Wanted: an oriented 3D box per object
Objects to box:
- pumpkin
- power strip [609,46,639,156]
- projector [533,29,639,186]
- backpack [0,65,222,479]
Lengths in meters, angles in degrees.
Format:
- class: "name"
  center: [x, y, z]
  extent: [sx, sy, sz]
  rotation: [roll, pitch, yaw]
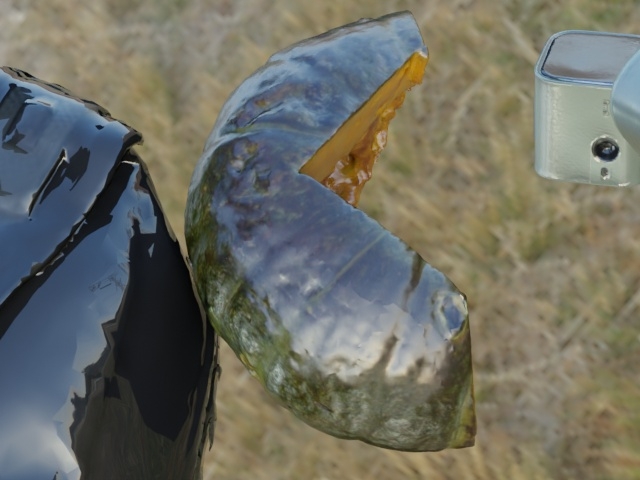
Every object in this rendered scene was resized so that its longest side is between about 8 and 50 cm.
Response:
- class: "pumpkin"
  center: [0.000, 0.000, 0.774]
  extent: [0.119, 0.108, 0.183]
  rotation: [103, 159, -62]
- class: "power strip"
  center: [0.282, -0.039, 0.922]
  extent: [0.193, 0.265, 0.059]
  rotation: [-43, 23, 1]
- class: "projector"
  center: [0.198, -0.095, 1.369]
  extent: [0.083, 0.082, 0.083]
  rotation: [7, 34, 17]
- class: "backpack"
  center: [-0.199, 0.139, 0.829]
  extent: [0.363, 0.255, 0.445]
  rotation: [6, 79, 28]
